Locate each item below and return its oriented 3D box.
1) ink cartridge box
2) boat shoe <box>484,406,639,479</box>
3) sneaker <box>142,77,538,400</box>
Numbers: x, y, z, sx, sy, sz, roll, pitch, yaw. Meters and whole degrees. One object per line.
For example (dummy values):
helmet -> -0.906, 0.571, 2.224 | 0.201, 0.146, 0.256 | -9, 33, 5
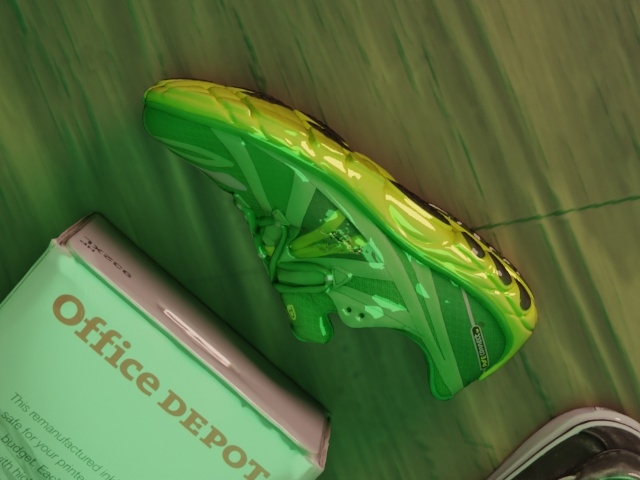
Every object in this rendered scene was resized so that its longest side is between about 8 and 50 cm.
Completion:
ink cartridge box -> -0.173, 0.170, 1.279 | 0.223, 0.129, 0.307 | 41, 100, -4
boat shoe -> 0.094, 0.246, 1.281 | 0.121, 0.119, 0.335 | 38, 101, -4
sneaker -> 0.000, 0.000, 1.246 | 0.295, 0.109, 0.123 | 36, 97, -4
